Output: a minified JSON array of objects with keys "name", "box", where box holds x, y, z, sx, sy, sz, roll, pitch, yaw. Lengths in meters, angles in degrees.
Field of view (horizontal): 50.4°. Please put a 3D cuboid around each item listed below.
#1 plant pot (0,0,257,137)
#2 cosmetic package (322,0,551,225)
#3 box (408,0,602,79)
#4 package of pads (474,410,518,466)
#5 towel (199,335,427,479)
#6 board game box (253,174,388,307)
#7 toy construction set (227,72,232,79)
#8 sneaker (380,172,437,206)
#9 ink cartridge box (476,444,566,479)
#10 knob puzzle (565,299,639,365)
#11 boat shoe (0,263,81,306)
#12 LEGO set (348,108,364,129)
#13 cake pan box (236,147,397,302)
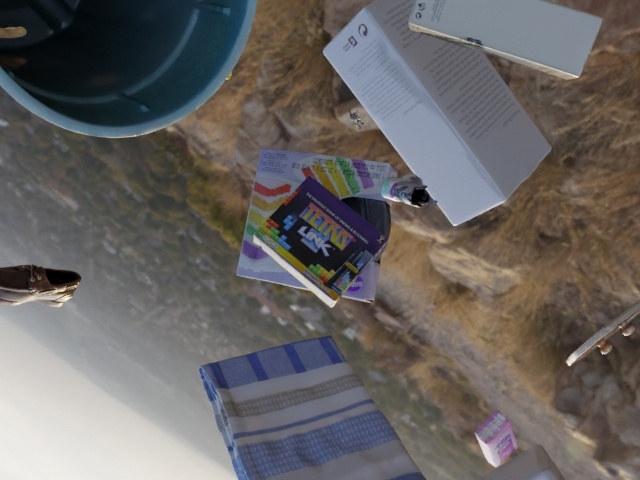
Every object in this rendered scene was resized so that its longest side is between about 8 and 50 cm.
[{"name":"plant pot","box":[-0.305,-0.320,0.778,0.334,0.341,0.341,24,157,40]},{"name":"cosmetic package","box":[0.243,-0.287,1.388,0.453,0.230,0.161,52,143,-5]},{"name":"box","box":[0.281,-0.339,1.064,0.274,0.094,0.113,20,-166,6]},{"name":"package of pads","box":[0.254,0.286,0.979,0.032,0.050,0.083,40,164,45]},{"name":"towel","box":[-0.017,0.230,0.840,0.285,0.209,0.034,-126,34,-47]},{"name":"board game box","box":[0.000,0.000,1.099,0.170,0.141,0.048,39,161,7]},{"name":"toy construction set","box":[-0.263,-0.517,1.439,0.151,0.328,0.215,-2,177,28]},{"name":"sneaker","box":[0.134,-0.065,0.938,0.069,0.098,0.038,23,114,31]},{"name":"ink cartridge box","box":[0.211,0.451,0.649,0.395,0.285,0.166,58,-171,15]},{"name":"knob puzzle","box":[0.456,0.136,1.034,0.030,0.213,0.213,53,166,22]},{"name":"boat shoe","box":[-0.525,0.073,1.233,0.073,0.073,0.207,51,-167,18]},{"name":"LEGO set","box":[0.086,-0.300,1.700,0.054,0.023,0.083,50,172,33]},{"name":"cake pan box","box":[-0.002,-0.030,1.222,0.266,0.246,0.070,11,179,20]}]
